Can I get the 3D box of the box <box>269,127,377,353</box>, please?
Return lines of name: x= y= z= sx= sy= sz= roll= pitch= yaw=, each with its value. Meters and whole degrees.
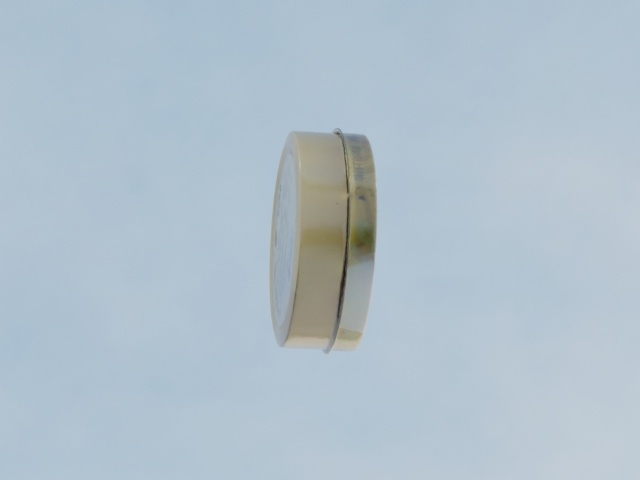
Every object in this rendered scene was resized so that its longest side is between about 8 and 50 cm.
box: x=0.000 y=0.000 z=0.825 sx=0.037 sy=0.105 sz=0.105 roll=3 pitch=-59 yaw=-9
